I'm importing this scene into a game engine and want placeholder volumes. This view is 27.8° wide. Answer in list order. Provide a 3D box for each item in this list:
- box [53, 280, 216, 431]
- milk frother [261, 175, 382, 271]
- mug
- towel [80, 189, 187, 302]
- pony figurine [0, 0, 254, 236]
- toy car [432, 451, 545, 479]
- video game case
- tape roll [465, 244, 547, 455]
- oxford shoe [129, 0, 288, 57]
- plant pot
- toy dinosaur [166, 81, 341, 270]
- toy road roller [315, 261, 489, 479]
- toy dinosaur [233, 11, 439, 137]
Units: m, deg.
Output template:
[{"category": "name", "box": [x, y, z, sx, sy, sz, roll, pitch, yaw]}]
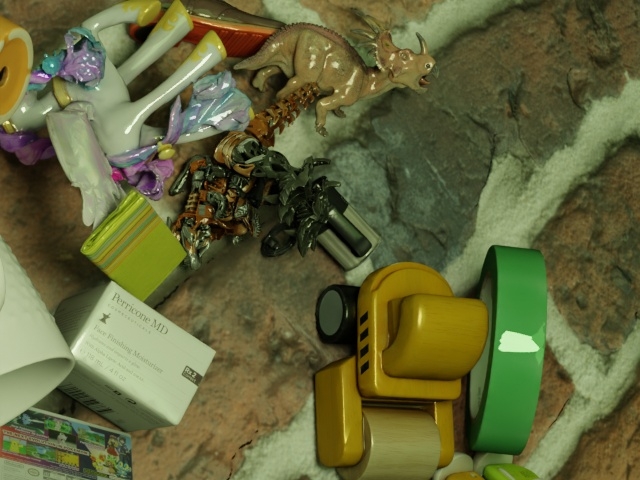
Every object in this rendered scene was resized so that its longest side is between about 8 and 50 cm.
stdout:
[{"category": "box", "box": [-0.272, 0.161, 1.747, 0.181, 0.182, 0.119, 36, 63, -20]}, {"category": "milk frother", "box": [0.000, 0.000, 2.011, 0.143, 0.129, 0.135, -41, 104, 13]}, {"category": "mug", "box": [-0.475, 0.052, 1.538, 0.276, 0.374, 0.328, -23, 76, -39]}, {"category": "towel", "box": [-0.240, 0.013, 1.688, 0.021, 0.237, 0.102, 42, 82, 19]}, {"category": "pony figurine", "box": [-0.282, -0.151, 1.765, 0.363, 0.303, 0.351, -30, 70, -11]}, {"category": "toy car", "box": [0.267, 0.416, 2.053, 0.182, 0.159, 0.136, -6, 117, -32]}, {"category": "video game case", "box": [-0.341, 0.305, 1.710, 0.201, 0.023, 0.183, 20, 34, -25]}, {"category": "tape roll", "box": [0.284, 0.169, 2.002, 0.077, 0.321, 0.321, 6, 74, 2]}, {"category": "oxford shoe", "box": [-0.161, -0.347, 1.984, 0.271, 0.097, 0.098, 5, 69, -31]}, {"category": "plant pot", "box": [-0.475, -0.231, 1.627, 0.188, 0.205, 0.205, 18, 66, 11]}, {"category": "toy dinosaur", "box": [-0.101, -0.094, 1.896, 0.164, 0.218, 0.322, 8, 109, -65]}, {"category": "toy road roller", "box": [0.131, 0.196, 1.947, 0.202, 0.240, 0.329, 7, 75, -29]}, {"category": "toy dinosaur", "box": [0.012, -0.279, 1.994, 0.296, 0.200, 0.127, 17, 29, -24]}]
